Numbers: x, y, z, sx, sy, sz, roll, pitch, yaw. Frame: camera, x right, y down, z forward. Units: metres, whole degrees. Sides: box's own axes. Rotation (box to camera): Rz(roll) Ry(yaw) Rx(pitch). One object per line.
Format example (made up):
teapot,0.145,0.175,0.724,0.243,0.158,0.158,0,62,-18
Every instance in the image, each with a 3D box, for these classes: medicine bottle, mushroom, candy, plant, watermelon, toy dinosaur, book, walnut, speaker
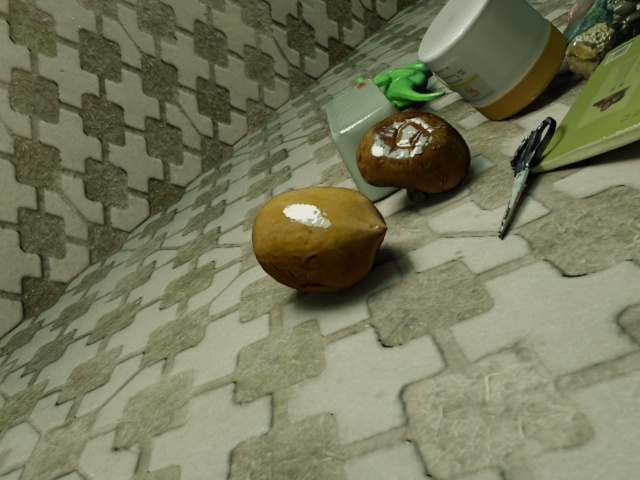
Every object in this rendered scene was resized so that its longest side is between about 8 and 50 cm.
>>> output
medicine bottle,0.374,-0.425,1.362,0.238,0.231,0.238,-49,19,23
mushroom,0.185,-0.185,1.241,0.231,0.138,0.194,2,71,12
candy,0.564,-0.392,1.281,0.085,0.095,0.110,37,67,23
plant,0.676,-0.475,1.225,0.194,0.132,0.129,-8,57,25
watermelon,0.651,-0.509,1.422,0.318,0.148,0.226,-56,8,-15
toy dinosaur,0.318,-0.467,1.856,0.374,0.144,0.500,-26,25,-25
book,0.524,-0.263,1.063,0.352,0.035,0.239,-51,13,-24
walnut,0.000,0.000,1.129,0.297,0.203,0.203,-5,35,46
speaker,0.126,-0.264,1.531,0.183,0.184,0.406,-31,21,10

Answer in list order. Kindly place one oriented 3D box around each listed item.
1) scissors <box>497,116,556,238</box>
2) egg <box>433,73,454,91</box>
scissors,0.344,-0.107,1.062,0.300,0.022,0.109,-57,3,-36
egg,0.390,-0.487,1.608,0.201,0.201,0.244,-20,14,32
